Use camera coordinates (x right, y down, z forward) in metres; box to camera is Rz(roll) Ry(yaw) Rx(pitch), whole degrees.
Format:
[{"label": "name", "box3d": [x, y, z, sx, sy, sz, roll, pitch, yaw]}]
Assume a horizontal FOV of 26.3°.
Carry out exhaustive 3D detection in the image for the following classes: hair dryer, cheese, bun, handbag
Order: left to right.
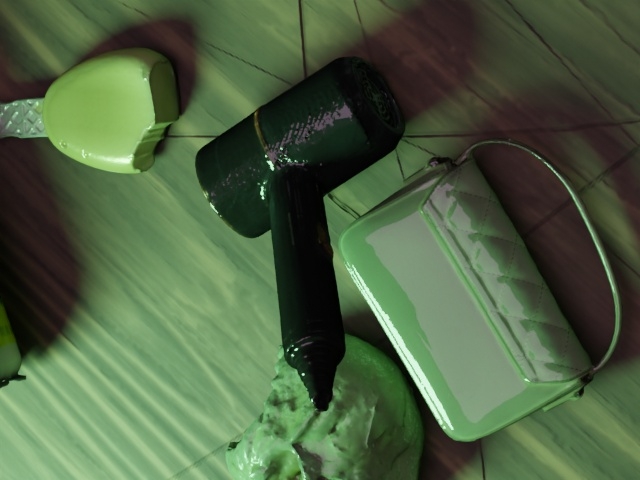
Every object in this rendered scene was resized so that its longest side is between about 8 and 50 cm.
[{"label": "cheese", "box3d": [-0.264, -0.128, 1.427, 0.255, 0.050, 0.127, -3, 98, 25]}, {"label": "bun", "box3d": [-0.006, 0.198, 1.321, 0.204, 0.126, 0.212, -1, 97, 22]}, {"label": "hair dryer", "box3d": [0.000, 0.000, 1.208, 0.189, 0.107, 0.352, -32, 43, 22]}, {"label": "handbag", "box3d": [0.159, 0.039, 1.255, 0.219, 0.079, 0.256, -32, 85, 18]}]

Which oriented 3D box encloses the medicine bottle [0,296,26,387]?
[{"label": "medicine bottle", "box3d": [-0.473, 0.005, 1.446, 0.213, 0.213, 0.379, -20, 90, 25]}]
